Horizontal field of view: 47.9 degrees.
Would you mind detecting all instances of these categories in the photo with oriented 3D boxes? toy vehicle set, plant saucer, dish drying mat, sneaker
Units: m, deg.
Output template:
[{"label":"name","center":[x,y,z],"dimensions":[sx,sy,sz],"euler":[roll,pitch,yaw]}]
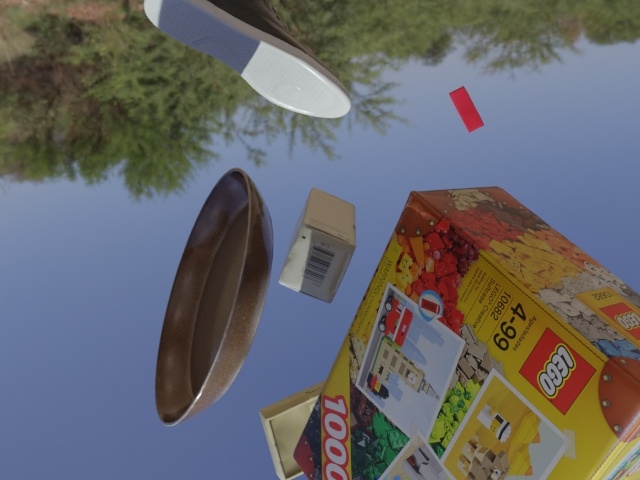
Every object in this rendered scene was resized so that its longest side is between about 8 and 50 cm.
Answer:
[{"label":"toy vehicle set","center":[0.017,0.369,1.483],"dimensions":[0.267,0.166,0.035],"euler":[-20,-155,-20]},{"label":"plant saucer","center":[-0.125,0.067,0.858],"dimensions":[0.050,0.310,0.310],"euler":[16,-175,-21]},{"label":"dish drying mat","center":[0.268,-0.240,1.322],"dimensions":[0.032,0.083,0.008],"euler":[-26,-163,21]},{"label":"sneaker","center":[-0.069,-0.284,0.948],"dimensions":[0.104,0.296,0.147],"euler":[-33,-147,54]}]

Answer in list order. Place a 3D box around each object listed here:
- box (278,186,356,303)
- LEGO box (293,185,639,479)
[{"label":"box","center":[0.000,0.000,1.230],"dimensions":[0.094,0.113,0.275],"euler":[22,-163,-3]},{"label":"LEGO box","center":[0.203,0.235,0.954],"dimensions":[0.193,0.500,0.372],"euler":[-6,-141,-39]}]
